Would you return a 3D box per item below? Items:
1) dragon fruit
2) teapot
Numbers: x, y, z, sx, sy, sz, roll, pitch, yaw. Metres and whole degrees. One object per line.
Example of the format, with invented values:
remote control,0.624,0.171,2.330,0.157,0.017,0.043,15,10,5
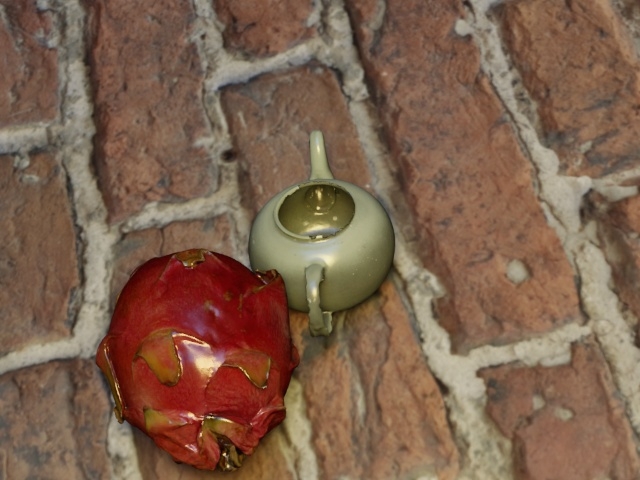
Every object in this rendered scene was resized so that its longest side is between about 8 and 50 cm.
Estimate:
dragon fruit,-0.146,0.128,1.635,0.250,0.250,0.315,0,39,12
teapot,0.000,0.000,1.736,0.193,0.129,0.294,-4,46,6
